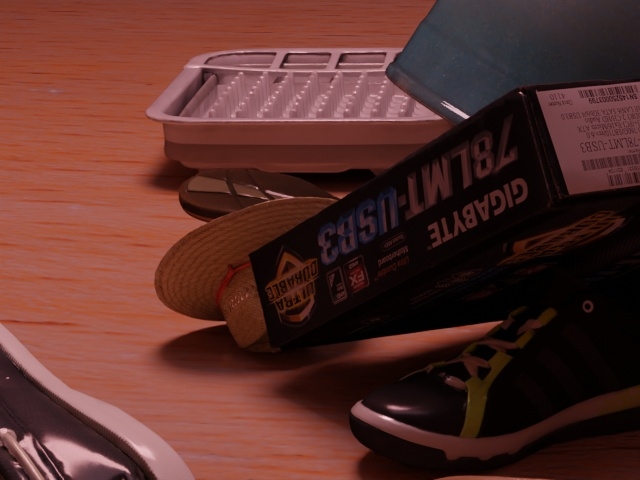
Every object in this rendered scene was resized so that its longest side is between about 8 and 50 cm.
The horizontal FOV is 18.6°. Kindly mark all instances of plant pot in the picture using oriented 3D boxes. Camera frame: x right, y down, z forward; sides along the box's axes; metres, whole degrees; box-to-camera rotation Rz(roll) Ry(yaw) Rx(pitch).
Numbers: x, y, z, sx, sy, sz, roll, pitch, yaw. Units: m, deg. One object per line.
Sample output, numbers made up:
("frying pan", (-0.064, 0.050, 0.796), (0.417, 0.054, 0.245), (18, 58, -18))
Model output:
("plant pot", (0.228, -0.169, 1.443), (0.271, 0.255, 0.271), (28, 10, -6))

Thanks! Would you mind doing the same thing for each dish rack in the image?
("dish rack", (0.000, -0.116, 1.811), (0.285, 0.072, 0.333), (1, 15, 6))

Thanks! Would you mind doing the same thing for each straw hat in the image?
("straw hat", (-0.031, 0.037, 1.248), (0.144, 0.144, 0.061), (-6, 57, -17))

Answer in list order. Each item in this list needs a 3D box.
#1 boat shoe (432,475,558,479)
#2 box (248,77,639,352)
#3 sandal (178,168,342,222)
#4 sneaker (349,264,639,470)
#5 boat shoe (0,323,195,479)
("boat shoe", (0.190, 0.126, 0.823), (0.341, 0.110, 0.121), (5, 16, 21))
("box", (0.154, -0.018, 1.148), (0.293, 0.073, 0.295), (-5, -15, -34))
("sandal", (0.000, 0.000, 1.423), (0.219, 0.060, 0.090), (14, 22, 1))
("sneaker", (0.117, 0.060, 1.095), (0.234, 0.097, 0.084), (-10, 17, -30))
("boat shoe", (-0.180, 0.101, 0.948), (0.091, 0.114, 0.302), (-7, 15, -42))
